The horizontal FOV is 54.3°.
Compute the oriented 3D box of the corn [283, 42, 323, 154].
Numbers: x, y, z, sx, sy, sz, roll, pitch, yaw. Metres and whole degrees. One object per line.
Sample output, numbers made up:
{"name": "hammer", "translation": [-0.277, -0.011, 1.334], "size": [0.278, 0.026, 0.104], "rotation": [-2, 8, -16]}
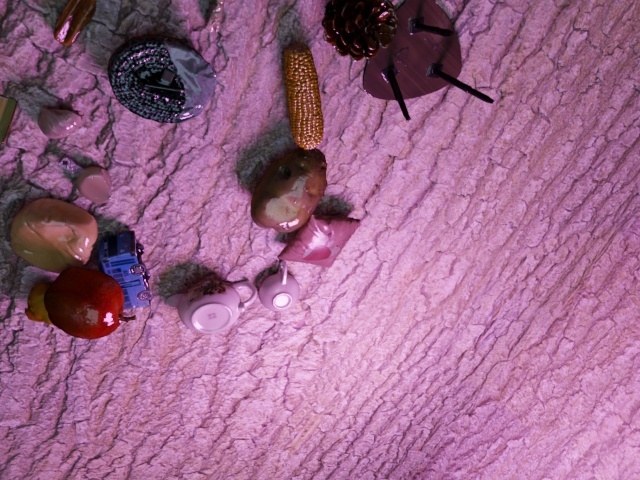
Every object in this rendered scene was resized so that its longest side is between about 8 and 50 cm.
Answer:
{"name": "corn", "translation": [-0.047, -0.390, 1.738], "size": [0.102, 0.101, 0.310], "rotation": [-15, 123, -10]}

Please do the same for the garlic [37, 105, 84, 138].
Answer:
{"name": "garlic", "translation": [-0.666, -0.299, 1.589], "size": [0.113, 0.074, 0.094], "rotation": [-28, 142, 21]}

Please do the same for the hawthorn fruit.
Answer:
{"name": "hawthorn fruit", "translation": [-0.641, 0.186, 1.762], "size": [0.254, 0.205, 0.205], "rotation": [21, 123, 9]}

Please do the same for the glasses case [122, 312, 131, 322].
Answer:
{"name": "glasses case", "translation": [-0.663, 0.251, 2.043], "size": [0.083, 0.021, 0.032], "rotation": [9, 124, -26]}

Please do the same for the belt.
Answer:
{"name": "belt", "translation": [-0.395, -0.405, 1.564], "size": [0.258, 0.150, 0.206], "rotation": [4, 114, -25]}

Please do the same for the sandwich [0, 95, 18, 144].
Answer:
{"name": "sandwich", "translation": [-0.817, -0.306, 1.569], "size": [0.074, 0.074, 0.116], "rotation": [21, 84, -32]}

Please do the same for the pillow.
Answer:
{"name": "pillow", "translation": [0.000, 0.000, 2.049], "size": [0.224, 0.084, 0.236], "rotation": [6, 133, -36]}

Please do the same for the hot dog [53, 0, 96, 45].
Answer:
{"name": "hot dog", "translation": [-0.580, -0.521, 1.474], "size": [0.062, 0.038, 0.144], "rotation": [26, 116, -37]}

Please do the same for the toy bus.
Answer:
{"name": "toy bus", "translation": [-0.591, 0.094, 1.890], "size": [0.134, 0.116, 0.233], "rotation": [-10, 130, -10]}

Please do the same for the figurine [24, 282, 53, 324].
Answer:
{"name": "figurine", "translation": [-0.763, 0.195, 1.900], "size": [0.247, 0.131, 0.156], "rotation": [6, 159, -26]}

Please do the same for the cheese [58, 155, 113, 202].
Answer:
{"name": "cheese", "translation": [-0.634, -0.173, 1.713], "size": [0.092, 0.047, 0.171], "rotation": [-25, 130, -2]}

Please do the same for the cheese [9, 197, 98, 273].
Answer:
{"name": "cheese", "translation": [-0.751, -0.009, 1.758], "size": [0.226, 0.117, 0.213], "rotation": [18, 122, -25]}

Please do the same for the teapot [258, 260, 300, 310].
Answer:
{"name": "teapot", "translation": [-0.138, 0.173, 2.143], "size": [0.145, 0.092, 0.226], "rotation": [1, 122, -23]}

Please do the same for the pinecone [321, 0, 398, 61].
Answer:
{"name": "pinecone", "translation": [0.110, -0.561, 1.612], "size": [0.208, 0.207, 0.207], "rotation": [-10, 129, -13]}

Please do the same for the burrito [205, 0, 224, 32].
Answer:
{"name": "burrito", "translation": [-0.254, -0.600, 1.531], "size": [0.041, 0.045, 0.185], "rotation": [-27, 140, -49]}

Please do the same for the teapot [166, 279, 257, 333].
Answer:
{"name": "teapot", "translation": [-0.354, 0.211, 2.059], "size": [0.299, 0.139, 0.204], "rotation": [-8, 126, -13]}

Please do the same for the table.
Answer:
{"name": "table", "translation": [0.291, -0.455, 1.717], "size": [0.318, 0.249, 0.317], "rotation": [-10, 128, -13]}

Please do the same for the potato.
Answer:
{"name": "potato", "translation": [-0.088, -0.153, 1.879], "size": [0.192, 0.141, 0.296], "rotation": [30, 108, -23]}
